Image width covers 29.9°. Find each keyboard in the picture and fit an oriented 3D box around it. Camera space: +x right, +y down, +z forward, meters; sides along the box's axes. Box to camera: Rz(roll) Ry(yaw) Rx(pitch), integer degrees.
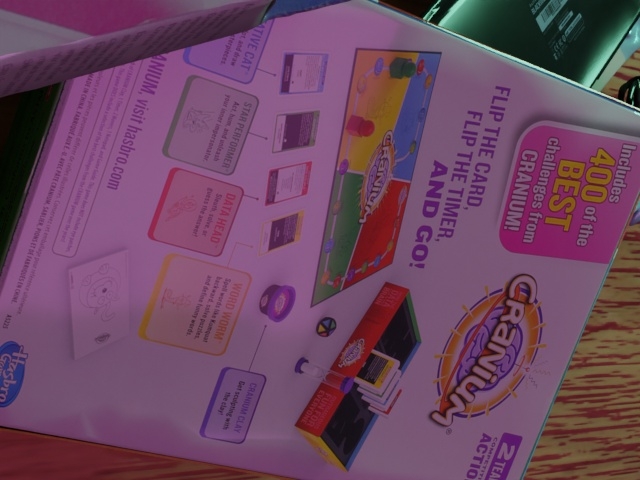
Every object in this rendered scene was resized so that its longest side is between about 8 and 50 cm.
[{"bbox_3d":[0.159,-0.116,0.788,0.317,0.033,0.202,-49,117,-42],"label":"keyboard"}]

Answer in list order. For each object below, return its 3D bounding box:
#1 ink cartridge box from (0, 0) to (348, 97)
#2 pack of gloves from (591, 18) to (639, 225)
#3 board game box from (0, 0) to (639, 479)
[{"bbox_3d":[-0.141,-0.215,0.425,0.330,0.071,0.324,-21,93,-26],"label":"ink cartridge box"},{"bbox_3d":[0.256,-0.140,0.954,0.232,0.046,0.195,-44,116,-14],"label":"pack of gloves"},{"bbox_3d":[0.000,0.000,0.600,0.316,0.064,0.242,17,98,-28],"label":"board game box"}]
